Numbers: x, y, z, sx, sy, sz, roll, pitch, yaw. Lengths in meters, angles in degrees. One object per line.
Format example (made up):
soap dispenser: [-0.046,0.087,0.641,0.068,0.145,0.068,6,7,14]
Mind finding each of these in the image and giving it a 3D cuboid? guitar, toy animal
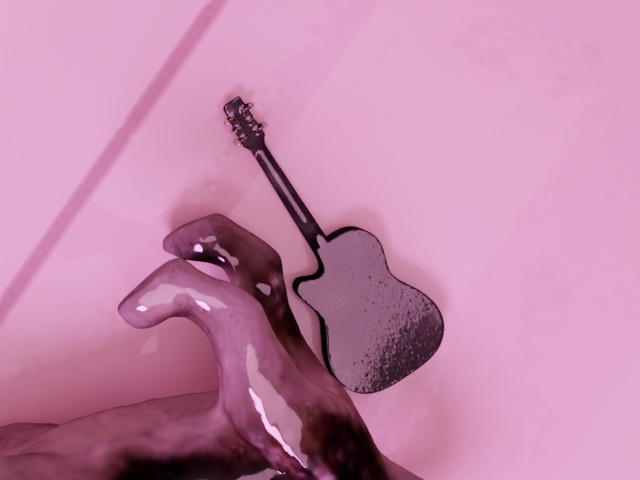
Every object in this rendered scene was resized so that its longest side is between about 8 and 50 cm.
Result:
guitar: [0.000,0.000,1.380,0.088,0.025,0.233,-34,102,-7]
toy animal: [-0.100,0.193,1.292,0.344,0.194,0.302,-39,97,-1]
